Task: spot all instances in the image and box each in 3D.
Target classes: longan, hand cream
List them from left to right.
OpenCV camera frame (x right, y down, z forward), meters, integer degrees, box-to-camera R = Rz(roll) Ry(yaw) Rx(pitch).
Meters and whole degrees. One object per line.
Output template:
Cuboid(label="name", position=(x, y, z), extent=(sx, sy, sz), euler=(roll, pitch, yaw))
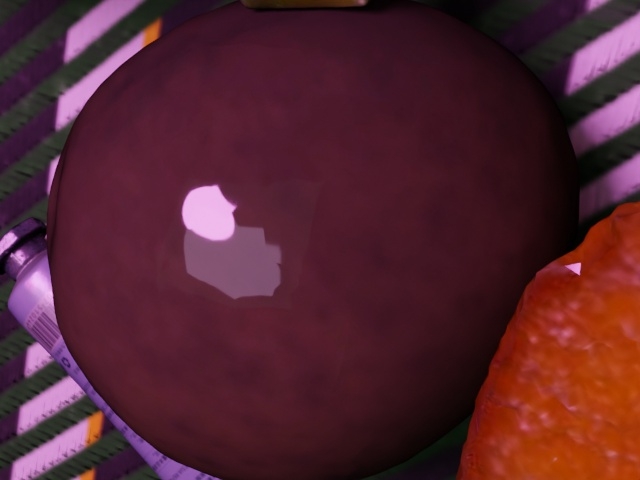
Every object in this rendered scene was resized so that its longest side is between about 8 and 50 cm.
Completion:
Cuboid(label="hand cream", position=(-0.094, 0.096, 0.697), extent=(0.271, 0.058, 0.091), euler=(44, 103, 7))
Cuboid(label="longan", position=(0.000, 0.000, 0.548), extent=(0.248, 0.248, 0.248), euler=(5, 102, 24))

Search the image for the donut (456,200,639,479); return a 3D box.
Cuboid(label="donut", position=(0.240, 0.135, 0.449), extent=(0.378, 0.163, 0.435), euler=(-30, 99, 41))

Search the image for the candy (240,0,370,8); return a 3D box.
Cuboid(label="candy", position=(0.012, -0.196, 0.501), extent=(0.062, 0.194, 0.097), euler=(5, 141, 23))
